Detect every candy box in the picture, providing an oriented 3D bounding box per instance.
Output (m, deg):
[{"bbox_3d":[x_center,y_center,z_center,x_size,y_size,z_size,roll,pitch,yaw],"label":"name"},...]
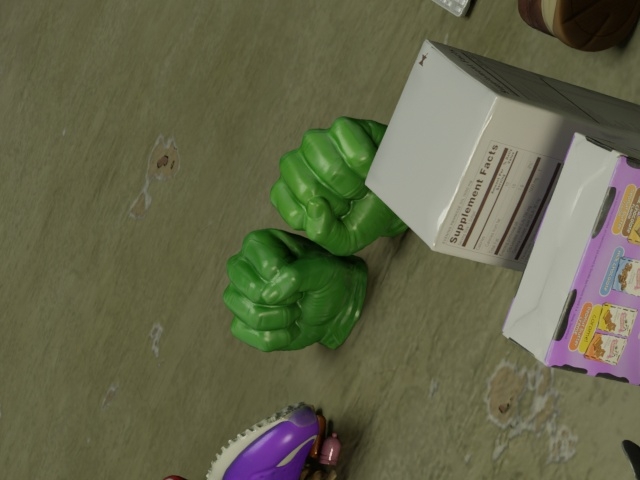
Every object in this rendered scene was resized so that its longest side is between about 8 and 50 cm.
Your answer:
[{"bbox_3d":[0.257,0.025,1.497,0.070,0.196,0.165,37,110,60],"label":"candy box"}]

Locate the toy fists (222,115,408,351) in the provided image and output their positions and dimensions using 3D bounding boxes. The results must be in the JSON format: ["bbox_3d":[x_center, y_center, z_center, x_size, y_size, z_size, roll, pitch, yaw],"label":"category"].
[{"bbox_3d":[0.000,0.000,2.018,0.279,0.142,0.096,-61,33,27],"label":"toy fists"}]

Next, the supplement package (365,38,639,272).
[{"bbox_3d":[0.185,-0.052,1.608,0.134,0.244,0.139,-68,30,16],"label":"supplement package"}]

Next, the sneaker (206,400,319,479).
[{"bbox_3d":[-0.058,0.294,2.031,0.146,0.102,0.293,46,124,17],"label":"sneaker"}]

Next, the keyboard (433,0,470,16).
[{"bbox_3d":[0.106,-0.302,2.091,0.256,0.014,0.072,44,117,57],"label":"keyboard"}]

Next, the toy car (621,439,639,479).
[{"bbox_3d":[0.283,0.214,1.441,0.149,0.155,0.188,-59,21,29],"label":"toy car"}]

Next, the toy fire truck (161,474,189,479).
[{"bbox_3d":[-0.198,0.434,2.190,0.254,0.169,0.302,-43,41,18],"label":"toy fire truck"}]

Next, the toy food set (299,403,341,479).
[{"bbox_3d":[-0.005,0.217,2.062,0.078,0.019,0.122,-57,35,32],"label":"toy food set"}]

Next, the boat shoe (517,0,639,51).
[{"bbox_3d":[0.249,-0.342,1.754,0.123,0.123,0.342,32,112,59],"label":"boat shoe"}]
